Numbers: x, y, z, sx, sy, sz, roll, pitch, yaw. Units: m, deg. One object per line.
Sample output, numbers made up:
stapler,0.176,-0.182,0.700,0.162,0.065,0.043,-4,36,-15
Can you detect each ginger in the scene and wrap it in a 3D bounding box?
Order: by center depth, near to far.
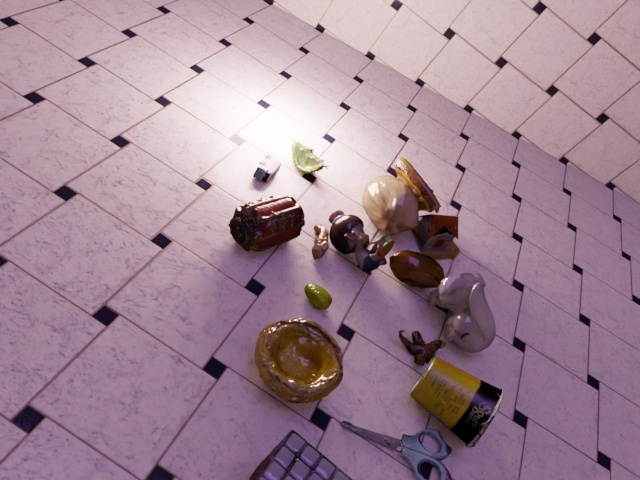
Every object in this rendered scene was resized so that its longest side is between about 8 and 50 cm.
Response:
ginger,0.002,-0.003,2.040,0.051,0.069,0.173,35,36,-22

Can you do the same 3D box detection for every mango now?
mango,-0.009,0.184,1.861,0.108,0.056,0.073,41,37,15

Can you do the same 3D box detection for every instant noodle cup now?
instant noodle cup,0.411,0.484,1.724,0.236,0.215,0.215,32,41,14

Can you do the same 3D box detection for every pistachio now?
pistachio,0.280,-0.152,2.249,0.226,0.207,0.332,15,27,-30

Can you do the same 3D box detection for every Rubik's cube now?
Rubik's cube,-0.073,0.626,1.265,0.237,0.237,0.238,38,43,6

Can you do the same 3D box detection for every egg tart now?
egg tart,-0.066,0.351,1.622,0.288,0.118,0.288,15,44,-15

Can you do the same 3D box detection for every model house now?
model house,0.508,-0.040,2.318,0.219,0.136,0.207,3,47,-28

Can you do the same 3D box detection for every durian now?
durian,-0.049,-0.326,2.297,0.215,0.100,0.086,41,45,21

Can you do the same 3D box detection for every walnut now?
walnut,0.360,0.109,2.090,0.245,0.137,0.137,20,42,-23

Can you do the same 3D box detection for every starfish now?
starfish,0.339,0.366,1.874,0.190,0.074,0.146,24,41,-8

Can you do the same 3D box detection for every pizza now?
pizza,0.407,-0.180,2.273,0.074,0.287,0.251,-32,48,-4

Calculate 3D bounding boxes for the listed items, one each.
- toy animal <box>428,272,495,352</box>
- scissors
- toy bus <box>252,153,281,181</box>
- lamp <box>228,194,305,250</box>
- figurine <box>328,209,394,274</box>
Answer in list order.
toy animal,0.522,0.261,1.979,0.206,0.271,0.264,-16,70,-10
scissors,0.222,0.591,1.622,0.360,0.029,0.191,24,43,-8
toy bus,-0.206,-0.279,2.193,0.075,0.060,0.123,34,39,-2
lamp,-0.178,-0.063,1.925,0.274,0.177,0.177,-20,62,-44
figurine,0.131,-0.009,2.051,0.275,0.161,0.158,40,80,18
